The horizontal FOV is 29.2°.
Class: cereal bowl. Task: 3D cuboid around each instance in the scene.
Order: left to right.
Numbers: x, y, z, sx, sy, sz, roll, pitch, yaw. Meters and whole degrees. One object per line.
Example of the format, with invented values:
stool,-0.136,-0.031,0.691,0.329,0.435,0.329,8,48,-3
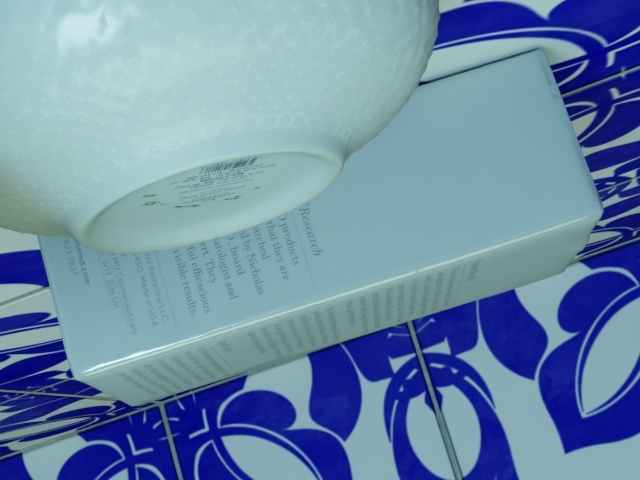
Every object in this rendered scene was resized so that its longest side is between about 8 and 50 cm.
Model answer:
cereal bowl,-0.084,-0.084,0.722,0.338,0.141,0.339,-15,167,-4

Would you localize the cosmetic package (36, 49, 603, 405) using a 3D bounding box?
cosmetic package,0.000,0.000,1.110,0.453,0.162,0.230,-17,166,-1
